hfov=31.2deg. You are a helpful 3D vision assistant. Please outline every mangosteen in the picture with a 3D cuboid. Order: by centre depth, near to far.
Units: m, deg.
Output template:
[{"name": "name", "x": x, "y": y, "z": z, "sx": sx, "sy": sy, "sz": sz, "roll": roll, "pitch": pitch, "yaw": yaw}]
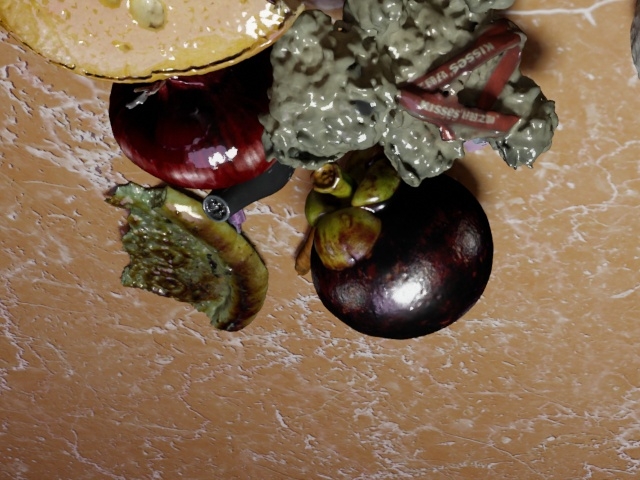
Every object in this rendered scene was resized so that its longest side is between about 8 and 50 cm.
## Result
[{"name": "mangosteen", "x": 0.117, "y": -0.001, "z": 1.793, "sx": 0.297, "sy": 0.313, "sz": 0.297, "roll": -20, "pitch": 172, "yaw": -3}]

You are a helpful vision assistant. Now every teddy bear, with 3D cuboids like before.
[{"name": "teddy bear", "x": 0.099, "y": -0.194, "z": 1.441, "sx": 0.224, "sy": 0.368, "sz": 0.357, "roll": 39, "pitch": 156, "yaw": 42}]

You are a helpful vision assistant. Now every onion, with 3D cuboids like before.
[{"name": "onion", "x": -0.170, "y": -0.203, "z": 1.556, "sx": 0.273, "sy": 0.273, "sz": 0.285, "roll": -2, "pitch": 160, "yaw": 20}]

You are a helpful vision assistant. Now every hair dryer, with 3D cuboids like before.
[{"name": "hair dryer", "x": -0.175, "y": -0.154, "z": 1.747, "sx": 0.272, "sy": 0.235, "sz": 0.091, "roll": 40, "pitch": 129, "yaw": 3}]

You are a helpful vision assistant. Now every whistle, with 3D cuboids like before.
[{"name": "whistle", "x": -0.155, "y": -0.074, "z": 1.963, "sx": 0.033, "sy": 0.033, "sz": 0.176, "roll": 4, "pitch": 145, "yaw": 12}]

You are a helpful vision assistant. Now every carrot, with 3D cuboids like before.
[{"name": "carrot", "x": 0.000, "y": 0.000, "z": 2.005, "sx": 0.059, "sy": 0.059, "sz": 0.248, "roll": 18, "pitch": 150, "yaw": -9}]

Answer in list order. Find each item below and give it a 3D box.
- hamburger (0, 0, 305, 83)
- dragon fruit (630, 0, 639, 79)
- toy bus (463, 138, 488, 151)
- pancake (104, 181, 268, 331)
[{"name": "hamburger", "x": -0.258, "y": -0.338, "z": 1.341, "sx": 0.446, "sy": 0.268, "sz": 0.287, "roll": 31, "pitch": 122, "yaw": -17}, {"name": "dragon fruit", "x": 0.509, "y": -0.214, "z": 1.403, "sx": 0.283, "sy": 0.203, "sz": 0.221, "roll": 26, "pitch": 145, "yaw": -18}, {"name": "toy bus", "x": 0.209, "y": -0.186, "z": 1.686, "sx": 0.052, "sy": 0.037, "sz": 0.130, "roll": -16, "pitch": 136, "yaw": 28}, {"name": "pancake", "x": -0.245, "y": 0.041, "z": 2.130, "sx": 0.305, "sy": 0.066, "sz": 0.426, "roll": 11, "pitch": 148, "yaw": 4}]
